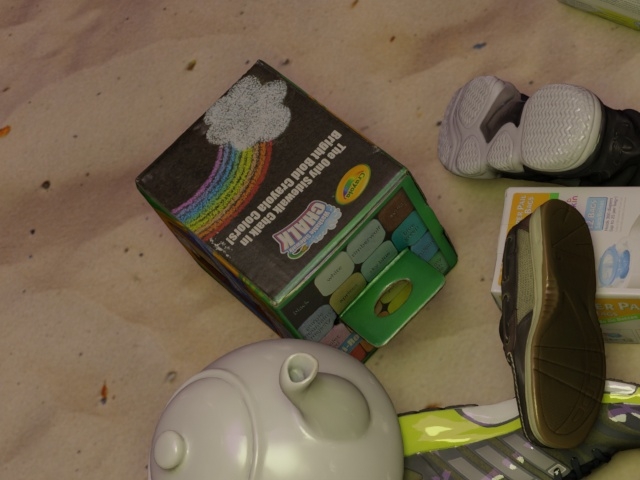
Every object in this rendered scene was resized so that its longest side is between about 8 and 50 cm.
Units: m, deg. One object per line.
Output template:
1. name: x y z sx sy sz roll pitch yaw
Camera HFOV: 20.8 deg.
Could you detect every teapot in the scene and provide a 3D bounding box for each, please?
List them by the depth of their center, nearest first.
1. teapot: -0.067 0.197 1.519 0.252 0.187 0.256 21 96 51

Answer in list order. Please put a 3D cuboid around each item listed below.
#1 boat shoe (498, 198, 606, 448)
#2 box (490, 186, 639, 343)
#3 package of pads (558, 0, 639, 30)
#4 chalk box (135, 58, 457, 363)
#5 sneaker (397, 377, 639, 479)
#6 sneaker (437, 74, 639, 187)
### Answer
1. boat shoe: 0.189 0.075 1.473 0.073 0.080 0.223 -31 48 49
2. box: 0.267 0.023 1.569 0.203 0.103 0.114 1 62 24
3. package of pads: 0.380 -0.338 1.728 0.229 0.101 0.296 25 74 32
4. chalk box: 0.000 0.000 1.653 0.180 0.179 0.289 -45 56 -7
5. sneaker: 0.184 0.199 1.516 0.300 0.111 0.121 -15 66 22
6. sneaker: 0.224 -0.086 1.656 0.268 0.153 0.101 11 83 65
